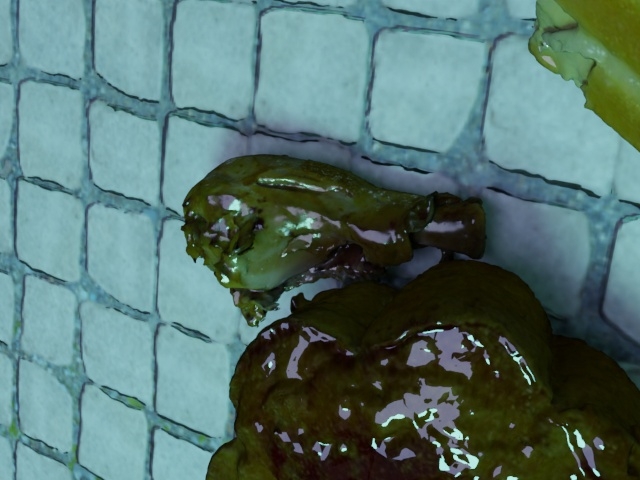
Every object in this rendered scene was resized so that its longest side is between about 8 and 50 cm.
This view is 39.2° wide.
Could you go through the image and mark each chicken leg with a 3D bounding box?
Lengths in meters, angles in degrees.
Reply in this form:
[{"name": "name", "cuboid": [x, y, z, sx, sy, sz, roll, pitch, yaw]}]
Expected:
[{"name": "chicken leg", "cuboid": [0.001, -0.003, 0.562, 0.207, 0.101, 0.085, 4, 133, 24]}]

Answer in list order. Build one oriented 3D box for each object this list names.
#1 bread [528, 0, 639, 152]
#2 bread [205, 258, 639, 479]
[{"name": "bread", "cuboid": [0.202, -0.098, 0.329, 0.246, 0.111, 0.239, 44, 159, 17]}, {"name": "bread", "cuboid": [0.057, 0.121, 0.500, 0.246, 0.135, 0.232, -37, 98, 34]}]
